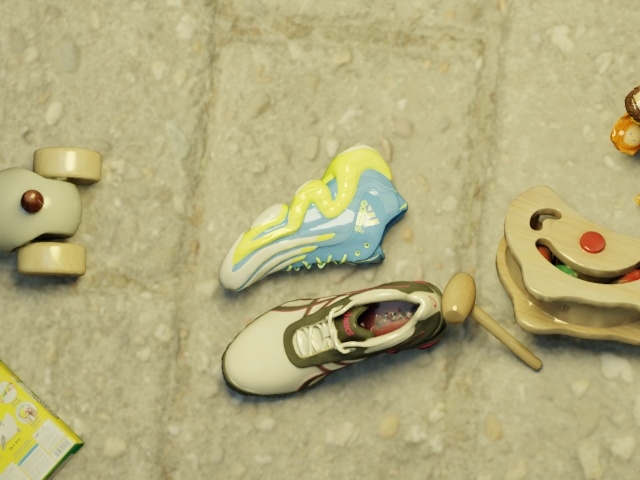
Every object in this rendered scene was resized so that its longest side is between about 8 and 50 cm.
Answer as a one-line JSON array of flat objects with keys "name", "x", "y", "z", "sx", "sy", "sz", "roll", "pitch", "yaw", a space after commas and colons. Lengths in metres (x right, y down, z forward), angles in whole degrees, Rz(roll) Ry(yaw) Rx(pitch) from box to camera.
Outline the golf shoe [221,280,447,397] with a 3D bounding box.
[{"name": "golf shoe", "x": 0.008, "y": 0.102, "z": 1.946, "sx": 0.273, "sy": 0.120, "sz": 0.105, "roll": -19, "pitch": 80, "yaw": 6}]

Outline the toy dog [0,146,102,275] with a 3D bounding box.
[{"name": "toy dog", "x": -0.419, "y": -0.036, "z": 2.011, "sx": 0.334, "sy": 0.161, "sz": 0.220, "roll": -18, "pitch": 78, "yaw": 5}]

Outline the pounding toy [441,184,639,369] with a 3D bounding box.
[{"name": "pounding toy", "x": 0.274, "y": 0.046, "z": 1.941, "sx": 0.269, "sy": 0.155, "sz": 0.154, "roll": 7, "pitch": 53, "yaw": 0}]

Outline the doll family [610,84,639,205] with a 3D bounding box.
[{"name": "doll family", "x": 0.423, "y": -0.097, "z": 1.935, "sx": 0.163, "sy": 0.118, "sz": 0.263, "roll": -31, "pitch": 95, "yaw": -4}]

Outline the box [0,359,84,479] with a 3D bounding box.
[{"name": "box", "x": -0.379, "y": 0.216, "z": 2.023, "sx": 0.179, "sy": 0.043, "sz": 0.105, "roll": 43, "pitch": 89, "yaw": 10}]

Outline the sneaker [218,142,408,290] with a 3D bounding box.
[{"name": "sneaker", "x": 0.000, "y": 0.000, "z": 1.978, "sx": 0.240, "sy": 0.091, "sz": 0.126, "roll": -42, "pitch": 78, "yaw": -1}]
